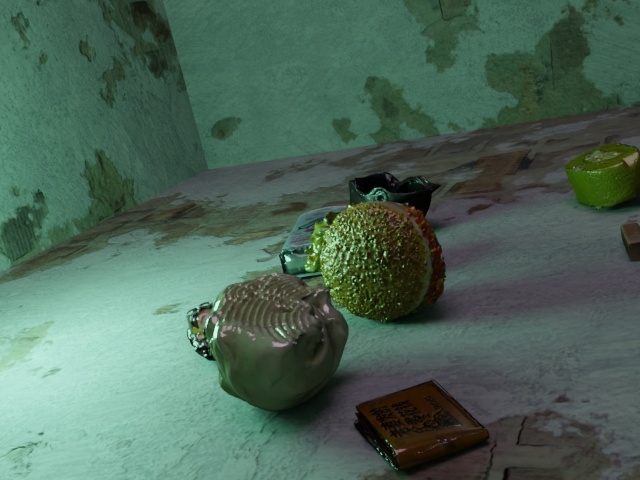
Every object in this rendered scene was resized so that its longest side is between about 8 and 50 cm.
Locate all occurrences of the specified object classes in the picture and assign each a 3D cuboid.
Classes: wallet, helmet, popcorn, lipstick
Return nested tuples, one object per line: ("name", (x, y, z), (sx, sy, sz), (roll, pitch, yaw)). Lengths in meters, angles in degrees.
("wallet", (0.154, 0.295, 1.215), (0.161, 0.042, 0.195), (-17, 16, -14))
("helmet", (0.220, -0.103, 2.303), (0.305, 0.177, 0.225), (17, 22, 42))
("popcorn", (0.060, 0.023, 1.952), (0.189, 0.169, 0.218), (11, 49, -8))
("lipstick", (0.737, 0.001, 1.757), (0.045, 0.045, 0.145), (-7, 17, 16))

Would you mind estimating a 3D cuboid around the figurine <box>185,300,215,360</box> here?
("figurine", (-0.195, 0.211, 1.660), (0.240, 0.116, 0.175), (7, 27, 36))

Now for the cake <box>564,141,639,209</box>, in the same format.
("cake", (0.816, -0.181, 2.134), (0.179, 0.156, 0.260), (-28, 9, 5))

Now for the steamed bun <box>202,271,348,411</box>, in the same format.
("steamed bun", (-0.092, 0.207, 1.438), (0.275, 0.206, 0.320), (8, 21, 16))

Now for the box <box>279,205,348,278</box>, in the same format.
("box", (0.000, 0.000, 2.244), (0.190, 0.112, 0.369), (-12, 15, 10))

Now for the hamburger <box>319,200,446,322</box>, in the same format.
("hamburger", (0.136, 0.043, 1.689), (0.294, 0.276, 0.179), (-10, 4, 27))
